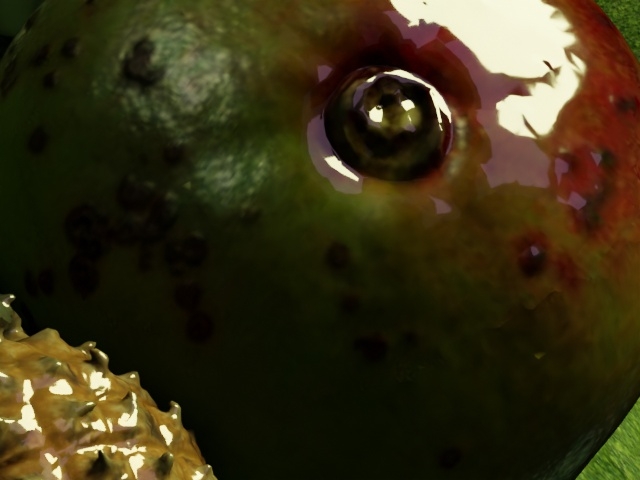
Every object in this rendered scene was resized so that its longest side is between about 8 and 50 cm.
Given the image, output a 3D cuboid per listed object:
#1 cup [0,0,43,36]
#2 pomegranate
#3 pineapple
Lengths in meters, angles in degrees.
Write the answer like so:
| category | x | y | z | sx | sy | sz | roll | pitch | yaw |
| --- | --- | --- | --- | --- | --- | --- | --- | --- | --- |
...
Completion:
| category | x | y | z | sx | sy | sz | roll | pitch | yaw |
| --- | --- | --- | --- | --- | --- | --- | --- | --- | --- |
| cup | -0.165 | -0.268 | 0.740 | 0.274 | 0.259 | 0.356 | 49 | 2 | 1 |
| pomegranate | -0.017 | 0.004 | 0.586 | 0.290 | 0.323 | 0.291 | 13 | 65 | -30 |
| pineapple | -0.132 | 0.031 | 0.414 | 0.237 | 0.111 | 0.119 | 52 | 10 | -8 |
